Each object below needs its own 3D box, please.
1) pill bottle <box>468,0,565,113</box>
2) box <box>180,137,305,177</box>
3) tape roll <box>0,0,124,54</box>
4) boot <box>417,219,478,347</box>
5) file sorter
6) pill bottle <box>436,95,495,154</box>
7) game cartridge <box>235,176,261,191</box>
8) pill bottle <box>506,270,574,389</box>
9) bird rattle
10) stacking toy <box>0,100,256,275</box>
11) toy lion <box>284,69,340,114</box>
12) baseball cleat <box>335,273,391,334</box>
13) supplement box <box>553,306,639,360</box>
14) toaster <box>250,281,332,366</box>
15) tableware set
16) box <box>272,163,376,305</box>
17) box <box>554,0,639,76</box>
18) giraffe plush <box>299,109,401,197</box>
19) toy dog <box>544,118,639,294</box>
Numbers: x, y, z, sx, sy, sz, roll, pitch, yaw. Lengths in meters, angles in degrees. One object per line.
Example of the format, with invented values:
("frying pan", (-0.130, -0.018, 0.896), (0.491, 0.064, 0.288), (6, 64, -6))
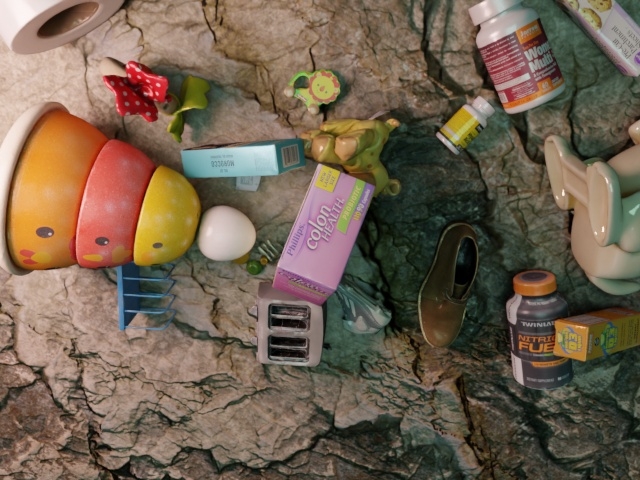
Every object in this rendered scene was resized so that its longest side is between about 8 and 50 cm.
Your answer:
("pill bottle", (0.378, -0.370, 1.103), (0.121, 0.121, 0.221), (-26, 103, 11))
("box", (-0.160, -0.168, 1.160), (0.245, 0.101, 0.060), (2, 107, 31))
("tape roll", (-0.519, -0.486, 1.066), (0.246, 0.246, 0.169), (-29, 102, 11))
("boot", (0.285, 0.115, 1.258), (0.113, 0.115, 0.305), (7, 108, -1))
("file sorter", (-0.393, 0.106, 1.300), (0.105, 0.118, 0.170), (3, 107, -1))
("pill bottle", (0.301, -0.240, 1.176), (0.065, 0.065, 0.116), (41, 105, -8))
("game cartridge", (-0.158, -0.151, 1.259), (0.056, 0.017, 0.083), (9, 107, 5))
("pill bottle", (0.483, 0.193, 1.258), (0.131, 0.130, 0.245), (-10, 105, 7))
("bird rattle", (-0.352, -0.291, 1.124), (0.207, 0.253, 0.143), (35, 107, 18))
("stacking toy", (-0.366, -0.060, 1.149), (0.481, 0.350, 0.350), (12, 107, -7))
("toy lion", (-0.012, -0.320, 1.194), (0.100, 0.034, 0.096), (35, 99, -6))
("baseball cleat", (0.062, 0.145, 1.304), (0.206, 0.072, 0.109), (38, 112, -4))
("supplement box", (0.596, 0.197, 1.211), (0.234, 0.080, 0.077), (-4, 98, -33))
("toaster", (-0.064, 0.193, 1.305), (0.186, 0.110, 0.167), (4, 107, 3))
("tableware set", (-0.174, 0.005, 1.305), (0.104, 0.024, 0.154), (-41, 101, 17))
("box", (0.000, 0.000, 1.137), (0.117, 0.243, 0.213), (22, 74, -1))
("box", (0.520, -0.453, 1.098), (0.324, 0.063, 0.067), (43, 106, -9))
("giraffe plush", (0.078, -0.160, 1.184), (0.210, 0.181, 0.170), (-24, 118, -25))
("toy dog", (0.702, -0.084, 1.087), (0.408, 0.284, 0.395), (-16, 105, 6))
